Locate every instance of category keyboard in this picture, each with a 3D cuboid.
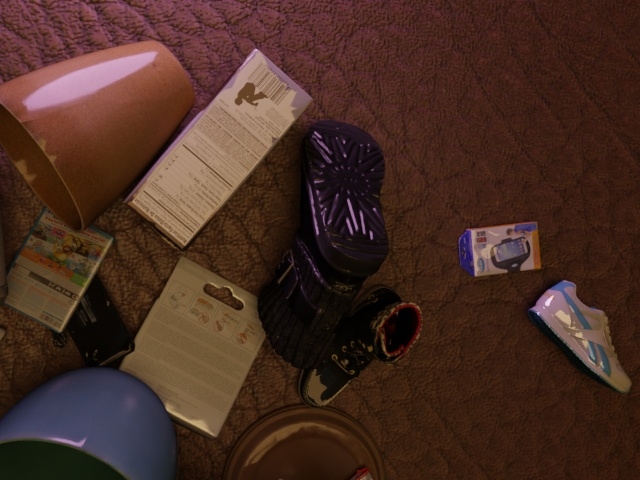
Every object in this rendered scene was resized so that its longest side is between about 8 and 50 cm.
[{"bbox_3d":[-0.370,0.115,1.517,0.108,0.023,0.180,-29,82,-6],"label":"keyboard"}]

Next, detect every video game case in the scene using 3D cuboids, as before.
[{"bbox_3d":[-0.406,0.042,1.509,0.119,0.015,0.166,27,81,3],"label":"video game case"}]

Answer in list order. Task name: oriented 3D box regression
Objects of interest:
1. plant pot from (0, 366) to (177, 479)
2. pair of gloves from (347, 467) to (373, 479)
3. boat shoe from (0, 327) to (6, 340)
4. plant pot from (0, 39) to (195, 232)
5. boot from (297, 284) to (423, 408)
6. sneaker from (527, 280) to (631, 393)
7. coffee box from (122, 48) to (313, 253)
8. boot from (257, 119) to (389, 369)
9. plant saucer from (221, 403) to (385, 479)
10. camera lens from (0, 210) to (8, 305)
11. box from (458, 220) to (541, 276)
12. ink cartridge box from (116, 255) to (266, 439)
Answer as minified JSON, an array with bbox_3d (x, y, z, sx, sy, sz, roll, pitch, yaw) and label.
[{"bbox_3d":[-0.337,0.322,1.425,0.293,0.235,0.292,4,119,8],"label":"plant pot"},{"bbox_3d":[0.048,0.474,1.609,0.198,0.023,0.159,-33,99,-7],"label":"pair of gloves"},{"bbox_3d":[-0.535,0.183,1.499,0.040,0.049,0.142,41,87,-11],"label":"boat shoe"},{"bbox_3d":[-0.317,-0.177,1.448,0.254,0.237,0.237,-37,100,-22],"label":"plant pot"},{"bbox_3d":[0.060,0.175,1.551,0.085,0.178,0.236,40,85,-11],"label":"boot"},{"bbox_3d":[0.459,0.169,1.681,0.092,0.087,0.228,-46,103,-8],"label":"sneaker"},{"bbox_3d":[-0.160,-0.132,1.494,0.119,0.168,0.297,41,86,-11],"label":"coffee box"},{"bbox_3d":[-0.004,0.000,1.544,0.131,0.348,0.260,15,133,-13],"label":"boot"},{"bbox_3d":[-0.024,0.408,1.622,0.278,0.041,0.277,-1,95,-11],"label":"plant saucer"},{"bbox_3d":[-0.562,-0.017,1.392,0.220,0.219,0.274,-5,94,-11],"label":"camera lens"},{"bbox_3d":[0.302,0.015,1.668,0.136,0.028,0.081,-7,95,-13],"label":"box"},{"bbox_3d":[-0.199,0.172,1.576,0.189,0.066,0.232,30,66,-11],"label":"ink cartridge box"}]
